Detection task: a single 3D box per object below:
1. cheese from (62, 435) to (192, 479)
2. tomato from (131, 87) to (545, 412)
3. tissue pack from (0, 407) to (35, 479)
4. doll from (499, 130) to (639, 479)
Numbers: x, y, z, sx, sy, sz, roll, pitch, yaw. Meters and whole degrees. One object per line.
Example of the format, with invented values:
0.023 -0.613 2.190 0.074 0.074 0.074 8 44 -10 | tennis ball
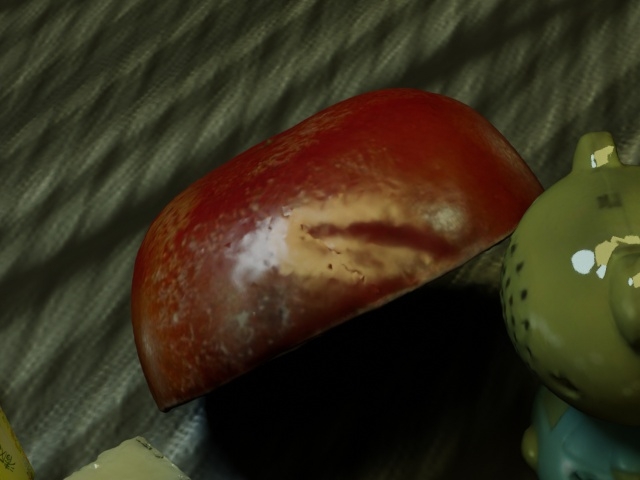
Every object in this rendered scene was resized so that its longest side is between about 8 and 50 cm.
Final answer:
-0.266 0.265 1.115 0.400 0.034 0.085 -32 44 -22 | cheese
-0.005 -0.010 1.145 0.338 0.143 0.338 -29 2 1 | tomato
-0.308 0.173 1.162 0.176 0.095 0.062 -15 27 10 | tissue pack
0.201 0.070 1.033 0.162 0.260 0.177 -8 41 5 | doll
